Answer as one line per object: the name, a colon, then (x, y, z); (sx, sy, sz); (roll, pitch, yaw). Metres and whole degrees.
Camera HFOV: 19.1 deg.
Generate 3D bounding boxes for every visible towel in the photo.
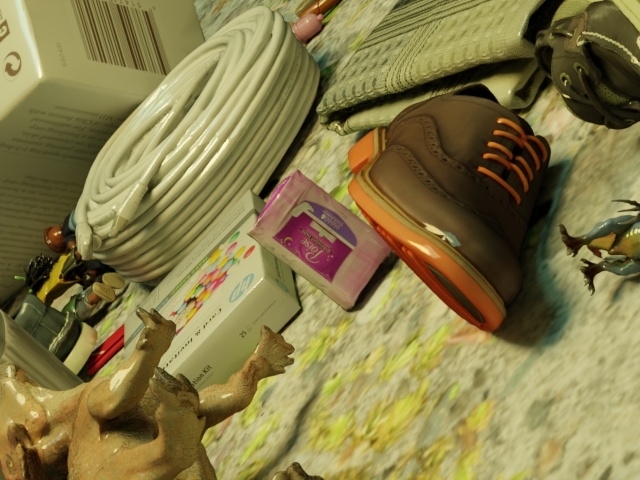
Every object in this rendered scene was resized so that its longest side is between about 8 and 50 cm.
towel: (0.156, -0.204, 1.311); (0.312, 0.056, 0.324); (-52, 15, -18)

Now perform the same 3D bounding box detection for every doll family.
doll family: (-0.218, 0.018, 1.713); (0.111, 0.076, 0.193); (-42, 13, 36)

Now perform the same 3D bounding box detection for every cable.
cable: (-0.103, -0.080, 1.602); (0.257, 0.089, 0.257); (-48, 16, 2)

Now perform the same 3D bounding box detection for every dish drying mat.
dish drying mat: (-0.161, 0.075, 1.548); (0.083, 0.008, 0.032); (-43, 17, 19)

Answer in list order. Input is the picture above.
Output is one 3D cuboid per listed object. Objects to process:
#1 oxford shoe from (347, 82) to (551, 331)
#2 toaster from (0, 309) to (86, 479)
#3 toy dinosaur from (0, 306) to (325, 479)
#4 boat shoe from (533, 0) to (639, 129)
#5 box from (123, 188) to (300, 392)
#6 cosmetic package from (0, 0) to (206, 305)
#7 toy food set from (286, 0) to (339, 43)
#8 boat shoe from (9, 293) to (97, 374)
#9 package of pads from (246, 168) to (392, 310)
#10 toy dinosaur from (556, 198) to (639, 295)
oxford shoe: (0.078, -0.033, 1.050); (0.098, 0.097, 0.271); (-41, 18, 8)
toaster: (-0.217, 0.138, 1.320); (0.129, 0.146, 0.227); (-51, 16, -2)
toy dinosaur: (-0.105, 0.153, 1.078); (0.200, 0.127, 0.295); (-52, 28, 17)
boat shoe: (0.160, -0.093, 1.007); (0.073, 0.080, 0.223); (-52, 11, 9)
box: (-0.081, 0.054, 1.349); (0.145, 0.038, 0.186); (-46, 19, 12)
cosmetic package: (-0.329, -0.085, 1.864); (0.453, 0.230, 0.161); (-37, 60, 35)
toy food set: (-0.008, -0.207, 1.755); (0.122, 0.019, 0.078); (-48, 16, -21)
boat shoe: (-0.289, 0.118, 1.613); (0.254, 0.079, 0.095); (-29, 27, 46)
package of pads: (0.000, 0.000, 1.183); (0.050, 0.083, 0.032); (-54, 8, -16)
toy dinosaur: (0.155, -0.008, 0.898); (0.082, 0.047, 0.090); (-23, 15, 19)
